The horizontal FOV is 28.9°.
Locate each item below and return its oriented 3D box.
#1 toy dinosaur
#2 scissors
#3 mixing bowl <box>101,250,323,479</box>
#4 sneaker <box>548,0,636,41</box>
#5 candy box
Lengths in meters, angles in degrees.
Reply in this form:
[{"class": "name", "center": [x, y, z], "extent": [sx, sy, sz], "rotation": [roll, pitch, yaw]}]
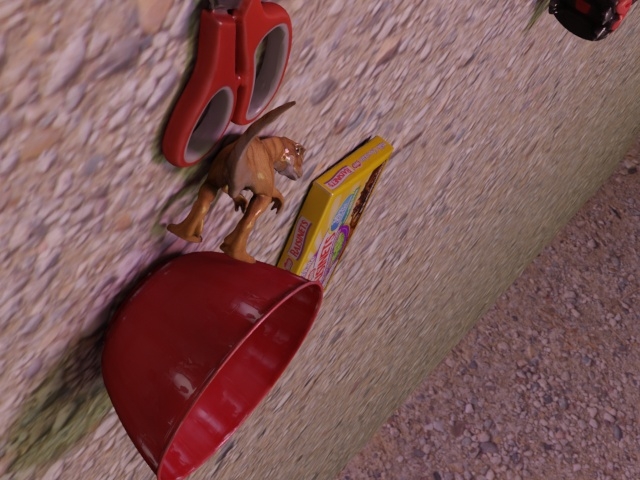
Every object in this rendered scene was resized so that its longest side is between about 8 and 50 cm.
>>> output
[{"class": "toy dinosaur", "center": [-0.054, -0.046, 0.824], "extent": [0.211, 0.064, 0.112], "rotation": [-32, 146, -85]}, {"class": "scissors", "center": [-0.046, -0.141, 0.675], "extent": [0.109, 0.021, 0.297], "rotation": [-43, 163, -27]}, {"class": "mixing bowl", "center": [-0.091, 0.075, 0.891], "extent": [0.181, 0.098, 0.181], "rotation": [-50, 167, -16]}, {"class": "sneaker", "center": [0.327, -0.329, 1.289], "extent": [0.135, 0.098, 0.276], "rotation": [-47, 168, -24]}, {"class": "candy box", "center": [0.000, 0.000, 1.170], "extent": [0.105, 0.027, 0.206], "rotation": [-36, 159, -43]}]
